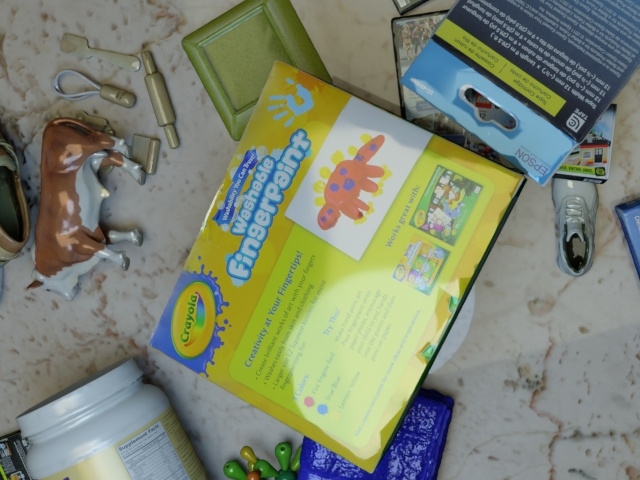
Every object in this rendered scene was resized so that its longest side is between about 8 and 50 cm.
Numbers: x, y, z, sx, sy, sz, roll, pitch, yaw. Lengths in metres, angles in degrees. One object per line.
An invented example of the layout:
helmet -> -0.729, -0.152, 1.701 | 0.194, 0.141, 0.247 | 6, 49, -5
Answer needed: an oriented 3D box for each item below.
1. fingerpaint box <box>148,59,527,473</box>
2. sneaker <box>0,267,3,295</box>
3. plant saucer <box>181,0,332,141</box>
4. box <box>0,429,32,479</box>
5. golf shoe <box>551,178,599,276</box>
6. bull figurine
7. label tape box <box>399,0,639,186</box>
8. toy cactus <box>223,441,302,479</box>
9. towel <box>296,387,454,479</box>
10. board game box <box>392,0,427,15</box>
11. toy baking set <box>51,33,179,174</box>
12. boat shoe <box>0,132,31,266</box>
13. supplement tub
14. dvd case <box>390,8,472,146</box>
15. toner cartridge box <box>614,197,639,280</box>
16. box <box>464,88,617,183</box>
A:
fingerpaint box -> 0.024, 0.030, 1.232 | 0.371, 0.163, 0.445 | 27, 99, 12
sneaker -> -0.624, -0.009, 1.460 | 0.106, 0.123, 0.290 | -12, 96, 11
plant saucer -> -0.106, -0.278, 1.359 | 0.188, 0.045, 0.188 | -28, 92, 13
box -> -0.547, 0.443, 1.545 | 0.184, 0.045, 0.190 | -23, 94, 16
golf shoe -> 0.377, -0.032, 1.277 | 0.069, 0.086, 0.176 | -5, 95, 14
bull figurine -> -0.387, -0.041, 1.412 | 0.188, 0.101, 0.310 | 5, 103, 11
label tape box -> 0.312, -0.278, 1.204 | 0.249, 0.115, 0.347 | 37, 93, 9
toy cactus -> -0.052, 0.418, 1.423 | 0.219, 0.112, 0.180 | 0, 107, 3
towel -> 0.076, 0.368, 1.343 | 0.228, 0.076, 0.308 | 13, 87, -8
board game box -> 0.132, -0.449, 1.298 | 0.126, 0.026, 0.186 | -26, 92, 13
toy baking set -> -0.339, -0.224, 1.420 | 0.197, 0.030, 0.256 | -12, 95, 13
boat shoe -> -0.539, -0.120, 1.406 | 0.120, 0.122, 0.324 | -19, 88, 35
supplement tub -> -0.316, 0.379, 1.390 | 0.241, 0.241, 0.331 | -27, 92, 13
dvd case -> 0.209, -0.222, 1.317 | 0.180, 0.022, 0.253 | -5, 97, 13
toner cartridge box -> 0.566, 0.090, 1.260 | 0.165, 0.075, 0.348 | -20, 93, 12
box -> 0.315, -0.152, 1.262 | 0.207, 0.036, 0.114 | 7, 84, 7
